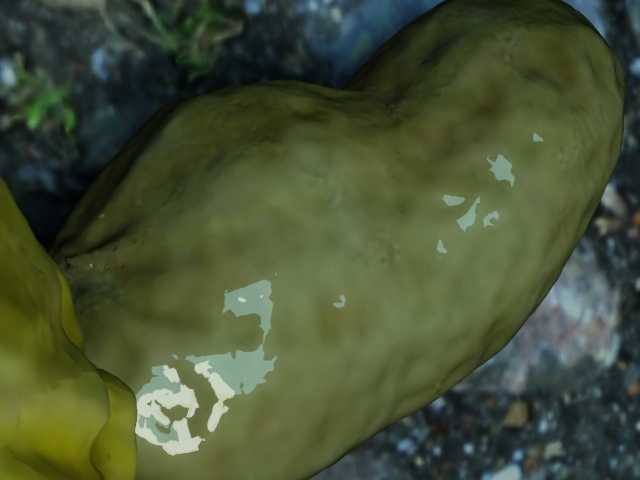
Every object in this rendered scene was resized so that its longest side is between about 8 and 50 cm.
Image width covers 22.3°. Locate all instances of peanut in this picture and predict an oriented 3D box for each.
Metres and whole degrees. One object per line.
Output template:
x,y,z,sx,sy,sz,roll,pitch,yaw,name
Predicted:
0.000,0.000,0.807,0.387,0.169,0.192,-32,105,-23,peanut

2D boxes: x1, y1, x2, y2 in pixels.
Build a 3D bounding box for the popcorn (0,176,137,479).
-0.250,0.100,0.586,0.349,0.382,0.349,28,49,-38,popcorn
